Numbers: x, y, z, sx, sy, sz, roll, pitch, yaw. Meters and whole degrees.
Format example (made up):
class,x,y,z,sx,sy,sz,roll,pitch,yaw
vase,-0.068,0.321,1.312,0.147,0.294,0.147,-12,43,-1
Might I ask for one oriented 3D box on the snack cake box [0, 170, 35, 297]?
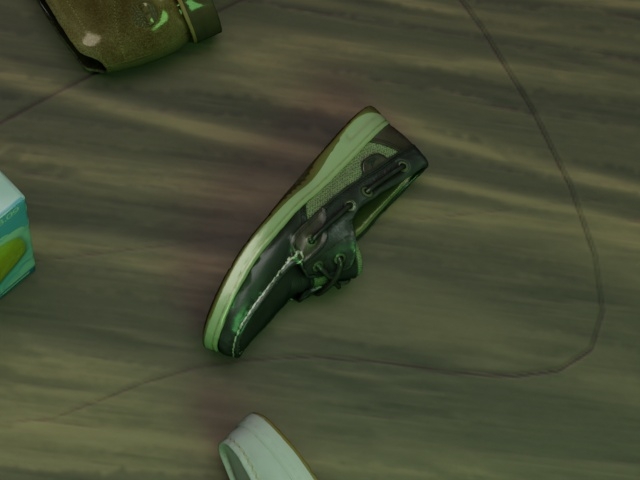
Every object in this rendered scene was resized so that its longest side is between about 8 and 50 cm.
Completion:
class,x,y,z,sx,sy,sz,roll,pitch,yaw
snack cake box,-0.319,0.048,1.116,0.264,0.152,0.089,-41,81,-18

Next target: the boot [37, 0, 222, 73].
class,x,y,z,sx,sy,sz,roll,pitch,yaw
boot,-0.193,-0.267,1.272,0.115,0.112,0.305,-27,78,-4

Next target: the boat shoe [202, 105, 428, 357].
class,x,y,z,sx,sy,sz,roll,pitch,yaw
boat shoe,0.000,0.000,1.212,0.073,0.080,0.223,32,66,10

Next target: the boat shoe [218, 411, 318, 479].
class,x,y,z,sx,sy,sz,roll,pitch,yaw
boat shoe,-0.017,0.251,1.112,0.096,0.098,0.277,-22,76,-15
